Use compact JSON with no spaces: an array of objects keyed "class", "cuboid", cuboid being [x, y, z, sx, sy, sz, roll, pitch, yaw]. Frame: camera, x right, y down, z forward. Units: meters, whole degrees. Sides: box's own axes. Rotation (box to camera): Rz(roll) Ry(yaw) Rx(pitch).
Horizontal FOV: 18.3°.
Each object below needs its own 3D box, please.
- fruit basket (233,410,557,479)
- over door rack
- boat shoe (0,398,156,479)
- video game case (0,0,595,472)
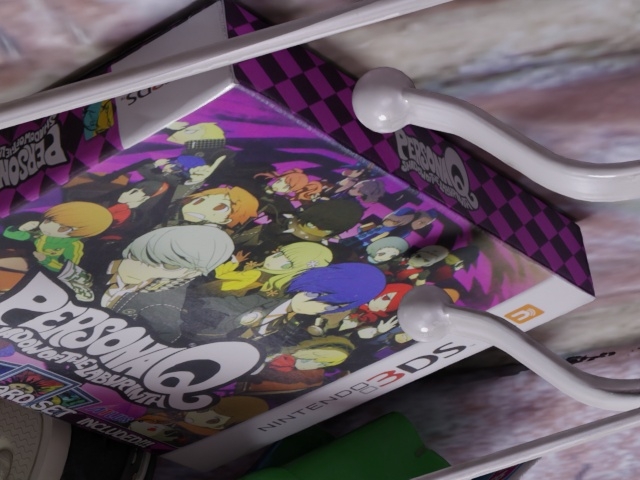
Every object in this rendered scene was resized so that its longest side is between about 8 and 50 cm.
[{"class":"fruit basket","cuboid":[-0.075,0.230,0.892,0.353,0.165,0.327,-31,168,-36]},{"class":"over door rack","cuboid":[0.000,0.000,0.604,0.324,0.108,0.239,-25,138,-10]},{"class":"boat shoe","cuboid":[-0.146,0.178,0.885,0.079,0.084,0.233,21,97,-46]},{"class":"video game case","cuboid":[-0.042,0.012,0.762,0.210,0.042,0.232,-27,146,28]}]
